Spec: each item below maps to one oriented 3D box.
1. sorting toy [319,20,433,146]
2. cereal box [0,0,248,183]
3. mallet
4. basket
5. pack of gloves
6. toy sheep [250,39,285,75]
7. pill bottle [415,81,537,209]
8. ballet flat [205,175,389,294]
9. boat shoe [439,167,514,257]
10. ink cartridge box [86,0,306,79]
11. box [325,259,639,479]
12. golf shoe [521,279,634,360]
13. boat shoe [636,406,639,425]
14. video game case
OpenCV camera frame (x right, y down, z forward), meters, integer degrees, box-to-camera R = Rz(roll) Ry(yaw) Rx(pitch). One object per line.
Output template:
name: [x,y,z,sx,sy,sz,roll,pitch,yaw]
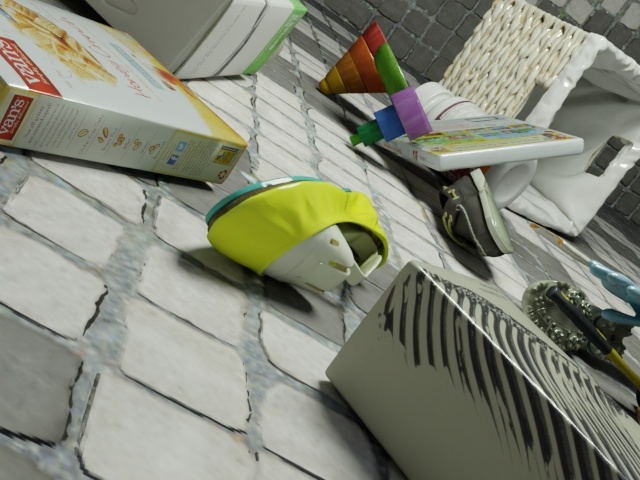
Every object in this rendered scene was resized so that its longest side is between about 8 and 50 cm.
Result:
sorting toy: [0.066,-0.210,1.366,0.365,0.126,0.127,-99,164,-64]
cereal box: [-0.181,-0.117,0.669,0.173,0.047,0.240,43,17,25]
mallet: [0.299,0.115,0.970,0.189,0.039,0.062,48,16,0]
basket: [0.414,-0.231,1.755,0.331,0.328,0.266,20,20,-44]
pack of gloves: [0.332,0.081,0.991,0.232,0.046,0.195,34,4,-18]
toy sheep: [-0.088,-0.273,1.247,0.091,0.091,0.132,27,18,-30]
pill bottle: [0.231,-0.155,1.520,0.221,0.121,0.121,46,18,32]
ballet flat: [0.000,0.000,0.679,0.077,0.077,0.231,57,18,10]
boat shoe: [0.185,-0.025,1.149,0.081,0.069,0.228,63,12,-14]
ink cartridge box: [-0.152,-0.288,1.055,0.198,0.115,0.273,44,18,2]
box: [0.130,0.134,0.507,0.113,0.094,0.275,16,24,-50]
golf shoe: [0.261,0.084,1.031,0.176,0.069,0.086,28,-3,-38]
boat shoe: [0.373,0.199,0.840,0.342,0.123,0.123,10,73,-56]
video game case: [0.213,-0.140,1.325,0.227,0.026,0.206,-8,19,-22]
